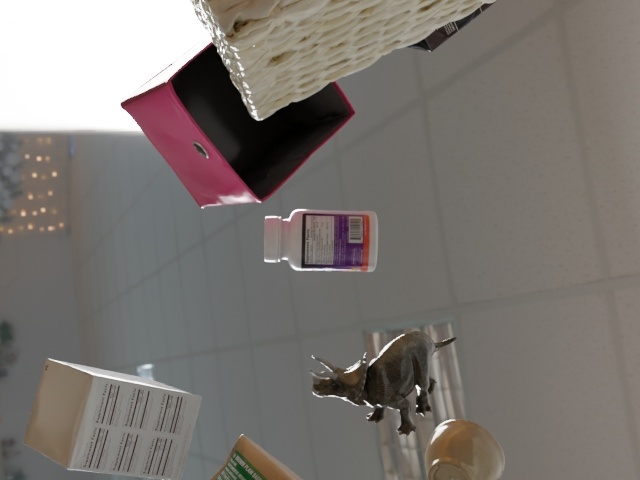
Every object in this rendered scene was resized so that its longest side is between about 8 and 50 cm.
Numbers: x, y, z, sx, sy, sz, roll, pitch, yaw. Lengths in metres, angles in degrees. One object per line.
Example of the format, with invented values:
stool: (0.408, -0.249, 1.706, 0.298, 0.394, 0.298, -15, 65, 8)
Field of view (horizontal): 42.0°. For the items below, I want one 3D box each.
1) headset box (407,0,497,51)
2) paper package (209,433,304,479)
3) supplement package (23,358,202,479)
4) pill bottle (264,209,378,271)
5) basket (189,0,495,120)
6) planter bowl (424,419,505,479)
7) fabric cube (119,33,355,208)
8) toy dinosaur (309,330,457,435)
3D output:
headset box: (0.194, -0.410, 1.209, 0.110, 0.293, 0.218, 56, -10, -29)
paper package: (-0.029, 0.542, 1.494, 0.325, 0.168, 0.309, 26, -18, 49)
supplement package: (-0.347, 0.298, 1.390, 0.194, 0.203, 0.149, 2, -104, 51)
pill bottle: (0.000, 0.000, 1.451, 0.108, 0.193, 0.108, -178, -90, -90)
basket: (0.000, -0.315, 0.768, 0.266, 0.331, 0.328, 64, -2, 2)
planter bowl: (0.278, 0.458, 1.681, 0.162, 0.109, 0.162, 10, -67, 25)
fabric cube: (-0.151, -0.232, 1.469, 0.254, 0.259, 0.258, 53, -24, -20)
toy dinosaur: (0.144, 0.231, 1.463, 0.121, 0.313, 0.160, 26, -44, 55)
